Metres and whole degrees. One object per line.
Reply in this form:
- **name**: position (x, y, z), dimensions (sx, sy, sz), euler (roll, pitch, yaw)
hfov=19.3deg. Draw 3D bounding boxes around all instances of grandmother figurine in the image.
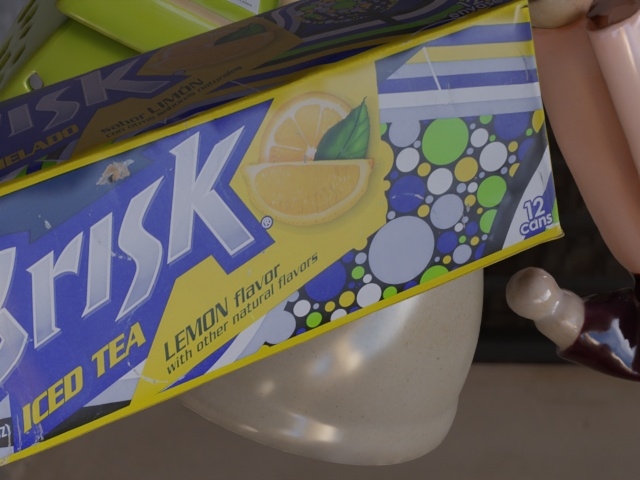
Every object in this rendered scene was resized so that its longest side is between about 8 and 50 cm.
- **grandmother figurine**: position (0.201, 0.001, 1.019), dimensions (0.104, 0.207, 0.342), euler (-96, 161, -68)

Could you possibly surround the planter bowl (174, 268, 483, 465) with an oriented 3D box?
- **planter bowl**: position (0.000, 0.000, 0.774), dimensions (0.162, 0.162, 0.109), euler (-29, 145, -63)

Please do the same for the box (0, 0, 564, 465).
- **box**: position (-0.034, -0.005, 0.401), dimensions (0.169, 0.054, 0.059), euler (-22, 115, -23)

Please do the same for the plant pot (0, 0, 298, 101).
- **plant pot**: position (-0.129, -0.131, 1.461), dimensions (0.207, 0.228, 0.227), euler (-56, -165, 32)
